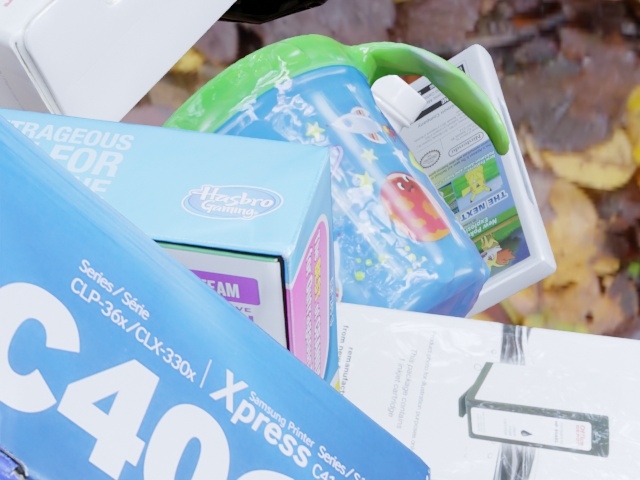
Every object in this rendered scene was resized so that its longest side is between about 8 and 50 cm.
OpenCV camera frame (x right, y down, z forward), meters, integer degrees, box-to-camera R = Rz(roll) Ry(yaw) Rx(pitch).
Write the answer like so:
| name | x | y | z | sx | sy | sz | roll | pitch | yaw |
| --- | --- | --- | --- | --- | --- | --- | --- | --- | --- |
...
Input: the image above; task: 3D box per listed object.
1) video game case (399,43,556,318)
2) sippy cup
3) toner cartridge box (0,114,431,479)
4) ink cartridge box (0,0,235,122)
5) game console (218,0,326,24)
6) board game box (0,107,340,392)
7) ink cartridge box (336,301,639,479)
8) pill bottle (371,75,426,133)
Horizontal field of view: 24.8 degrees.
| name | x | y | z | sx | sy | sz | roll | pitch | yaw |
| --- | --- | --- | --- | --- | --- | --- | --- | --- | --- |
| video game case | 0.073 | -0.016 | 1.557 | 0.329 | 0.036 | 0.300 | -30 | 49 | 24 |
| sippy cup | 0.000 | 0.000 | 1.126 | 0.224 | 0.240 | 0.305 | 49 | 118 | 19 |
| toner cartridge box | -0.151 | 0.008 | 0.345 | 0.165 | 0.348 | 0.075 | -25 | 34 | 41 |
| ink cartridge box | -0.162 | -0.154 | 0.778 | 0.212 | 0.093 | 0.154 | 23 | 63 | 35 |
| game console | -0.044 | -0.312 | 0.870 | 0.213 | 0.044 | 0.361 | 16 | 95 | 37 |
| board game box | -0.111 | 0.086 | 0.645 | 0.242 | 0.317 | 0.064 | 8 | 43 | 11 |
| ink cartridge box | 0.110 | 0.101 | 0.721 | 0.203 | 0.148 | 0.086 | 6 | 71 | 16 |
| pill bottle | 0.005 | -0.075 | 1.449 | 0.124 | 0.124 | 0.221 | 39 | 93 | 16 |
